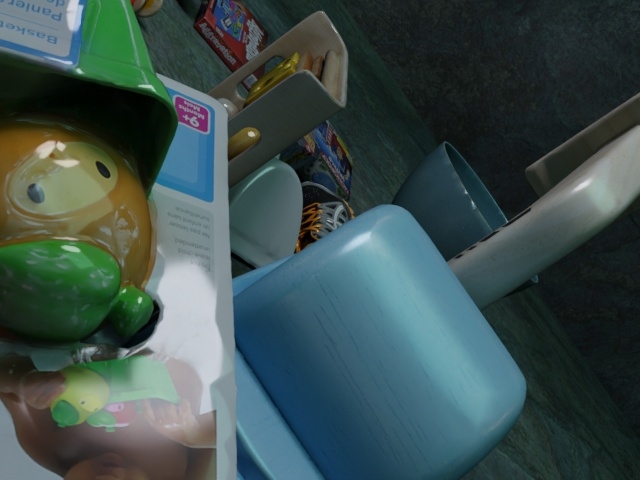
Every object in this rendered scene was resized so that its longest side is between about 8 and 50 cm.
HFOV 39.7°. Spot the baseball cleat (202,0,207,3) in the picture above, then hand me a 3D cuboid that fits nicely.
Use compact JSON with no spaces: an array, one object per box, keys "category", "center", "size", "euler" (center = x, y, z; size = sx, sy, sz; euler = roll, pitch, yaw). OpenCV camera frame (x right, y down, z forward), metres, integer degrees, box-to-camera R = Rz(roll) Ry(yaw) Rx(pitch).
[{"category":"baseball cleat","center":[-0.215,-0.462,1.386],"size":[0.109,0.072,0.206],"euler":[95,-27,-46]}]

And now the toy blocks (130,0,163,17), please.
[{"category":"toy blocks","center":[-0.266,-0.335,1.086],"size":[0.123,0.054,0.148],"euler":[57,17,1]}]

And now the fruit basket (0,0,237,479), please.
[{"category":"fruit basket","center":[-0.184,0.002,0.359],"size":[0.327,0.165,0.353],"euler":[13,40,-20]}]

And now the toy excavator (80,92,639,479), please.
[{"category":"toy excavator","center":[0.072,0.055,0.610],"size":[0.222,0.445,0.433],"euler":[58,17,3]}]

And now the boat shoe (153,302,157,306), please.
[{"category":"boat shoe","center":[-0.189,-0.055,0.713],"size":[0.277,0.098,0.096],"euler":[53,14,-42]}]

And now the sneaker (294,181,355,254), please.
[{"category":"sneaker","center":[0.000,0.000,1.153],"size":[0.083,0.084,0.215],"euler":[31,30,-45]}]

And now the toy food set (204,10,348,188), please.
[{"category":"toy food set","center":[-0.085,-0.148,0.949],"size":[0.092,0.220,0.306],"euler":[50,18,-19]}]

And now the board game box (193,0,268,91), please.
[{"category":"board game box","center":[-0.146,-0.357,1.508],"size":[0.145,0.027,0.281],"euler":[49,18,-25]}]

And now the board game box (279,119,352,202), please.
[{"category":"board game box","center":[-0.024,-0.146,1.375],"size":[0.194,0.060,0.194],"euler":[55,22,-25]}]

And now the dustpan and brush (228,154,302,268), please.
[{"category":"dustpan and brush","center":[-0.060,-0.074,1.042],"size":[0.060,0.211,0.147],"euler":[16,-14,37]}]

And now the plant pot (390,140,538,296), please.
[{"category":"plant pot","center":[0.218,0.000,1.552],"size":[0.290,0.195,0.290],"euler":[49,18,-22]}]
